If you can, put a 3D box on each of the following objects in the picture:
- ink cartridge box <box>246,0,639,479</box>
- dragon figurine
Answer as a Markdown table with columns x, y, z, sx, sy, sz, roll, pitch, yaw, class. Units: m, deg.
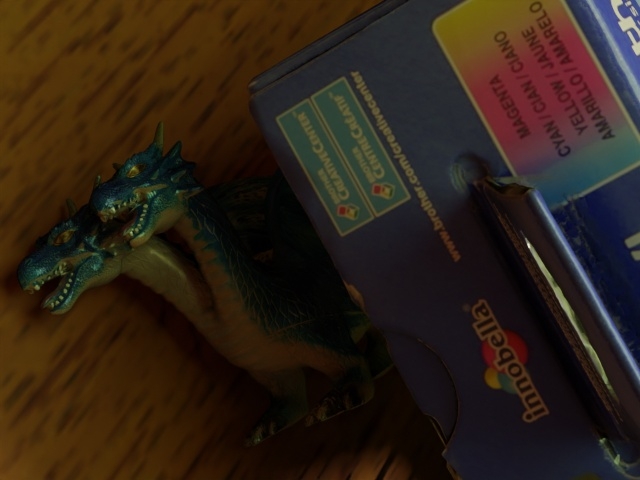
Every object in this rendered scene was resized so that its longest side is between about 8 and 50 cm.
| x | y | z | sx | sy | sz | roll | pitch | yaw | class |
| --- | --- | --- | --- | --- | --- | --- | --- | --- | --- |
| 0.134 | -0.001 | 0.767 | 0.270 | 0.151 | 0.395 | 61 | 27 | -1 | ink cartridge box |
| 0.000 | 0.000 | 0.809 | 0.289 | 0.085 | 0.144 | -23 | 89 | -44 | dragon figurine |
